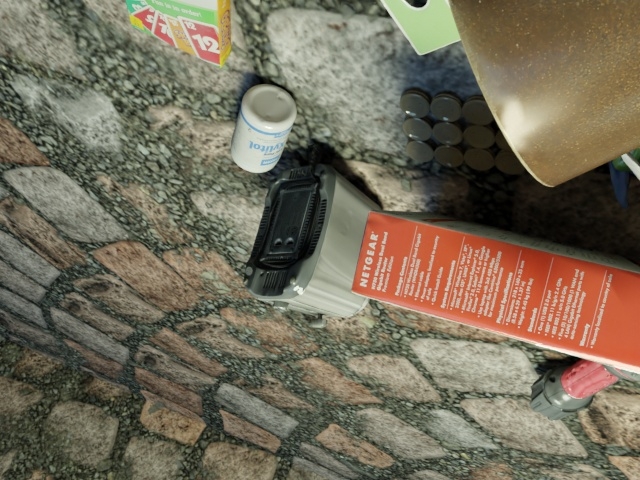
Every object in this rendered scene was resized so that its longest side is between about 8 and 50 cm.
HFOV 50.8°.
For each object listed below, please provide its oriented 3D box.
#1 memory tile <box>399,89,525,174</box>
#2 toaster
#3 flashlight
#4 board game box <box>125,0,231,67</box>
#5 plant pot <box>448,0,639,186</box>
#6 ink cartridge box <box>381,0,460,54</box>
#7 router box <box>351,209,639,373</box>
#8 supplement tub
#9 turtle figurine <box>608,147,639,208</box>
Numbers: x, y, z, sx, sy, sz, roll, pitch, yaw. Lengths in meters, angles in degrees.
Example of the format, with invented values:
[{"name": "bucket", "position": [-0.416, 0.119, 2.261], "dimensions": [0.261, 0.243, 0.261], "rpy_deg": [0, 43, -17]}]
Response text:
[{"name": "memory tile", "position": [0.165, -0.124, 0.776], "dimensions": [0.148, 0.012, 0.113], "rpy_deg": [11, 146, 23]}, {"name": "toaster", "position": [0.000, 0.000, 0.917], "dimensions": [0.129, 0.227, 0.146], "rpy_deg": [-5, 154, 42]}, {"name": "flashlight", "position": [0.400, 0.191, 0.981], "dimensions": [0.103, 0.103, 0.304], "rpy_deg": [24, 148, 2]}, {"name": "board game box", "position": [-0.156, -0.284, 0.706], "dimensions": [0.124, 0.039, 0.259], "rpy_deg": [26, 160, 1]}, {"name": "plant pot", "position": [0.218, -0.168, 0.399], "dimensions": [0.230, 0.215, 0.215], "rpy_deg": [-17, 129, 32]}, {"name": "ink cartridge box", "position": [0.139, -0.263, 0.550], "dimensions": [0.235, 0.056, 0.171], "rpy_deg": [-7, 135, 47]}, {"name": "router box", "position": [0.228, 0.040, 0.726], "dimensions": [0.301, 0.082, 0.335], "rpy_deg": [14, -174, 20]}, {"name": "supplement tub", "position": [-0.075, -0.144, 0.871], "dimensions": [0.071, 0.071, 0.107], "rpy_deg": [27, 149, -1]}, {"name": "turtle figurine", "position": [0.370, -0.053, 0.544], "dimensions": [0.266, 0.198, 0.274], "rpy_deg": [26, 152, 15]}]
